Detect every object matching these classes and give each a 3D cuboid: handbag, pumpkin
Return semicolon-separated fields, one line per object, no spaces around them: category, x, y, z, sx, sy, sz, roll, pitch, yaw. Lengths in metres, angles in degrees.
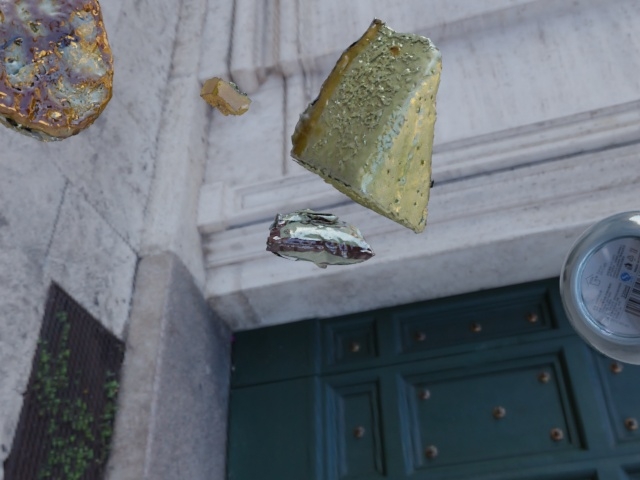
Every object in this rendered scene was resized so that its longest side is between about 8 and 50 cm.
handbag;0.000;0.000;1.655;0.213;0.235;0.127;-89;-174;-76
pumpkin;-0.173;-0.266;1.338;0.074;0.054;0.083;37;-10;-30

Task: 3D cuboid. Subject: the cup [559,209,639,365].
cup;0.461;0.063;0.998;0.312;0.205;0.205;7;70;-52

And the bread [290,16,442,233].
bread;0.134;-0.207;1.418;0.248;0.315;0.279;34;-7;48

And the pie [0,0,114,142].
pie;-0.472;-0.305;1.221;0.308;0.085;0.308;1;88;-44
